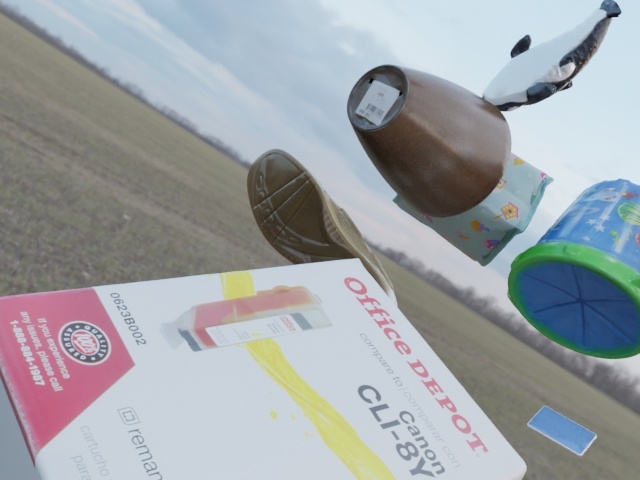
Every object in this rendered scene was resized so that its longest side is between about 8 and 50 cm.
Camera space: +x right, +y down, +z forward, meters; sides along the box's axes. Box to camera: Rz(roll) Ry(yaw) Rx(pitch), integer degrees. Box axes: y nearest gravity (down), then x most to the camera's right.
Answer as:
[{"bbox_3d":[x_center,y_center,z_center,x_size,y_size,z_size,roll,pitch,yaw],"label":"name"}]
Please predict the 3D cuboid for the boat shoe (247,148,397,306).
[{"bbox_3d":[0.000,0.000,1.296,0.341,0.122,0.110,56,14,19],"label":"boat shoe"}]

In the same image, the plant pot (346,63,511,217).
[{"bbox_3d":[0.149,-0.172,1.250,0.215,0.215,0.230,35,6,41],"label":"plant pot"}]

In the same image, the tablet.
[{"bbox_3d":[0.337,0.266,1.127,0.083,0.006,0.054,27,39,32],"label":"tablet"}]

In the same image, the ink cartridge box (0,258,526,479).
[{"bbox_3d":[-0.065,0.171,0.672,0.385,0.160,0.279,-5,44,-39],"label":"ink cartridge box"}]

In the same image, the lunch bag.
[{"bbox_3d":[0.255,-0.075,1.447,0.223,0.160,0.262,32,-19,4],"label":"lunch bag"}]

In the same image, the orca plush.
[{"bbox_3d":[0.448,-0.334,1.526,0.102,0.287,0.151,29,18,-44],"label":"orca plush"}]

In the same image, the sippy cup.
[{"bbox_3d":[0.451,0.030,1.282,0.306,0.224,0.240,19,-34,32],"label":"sippy cup"}]
